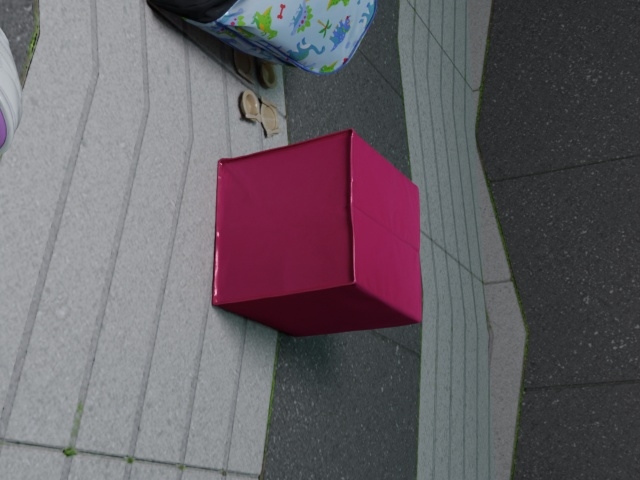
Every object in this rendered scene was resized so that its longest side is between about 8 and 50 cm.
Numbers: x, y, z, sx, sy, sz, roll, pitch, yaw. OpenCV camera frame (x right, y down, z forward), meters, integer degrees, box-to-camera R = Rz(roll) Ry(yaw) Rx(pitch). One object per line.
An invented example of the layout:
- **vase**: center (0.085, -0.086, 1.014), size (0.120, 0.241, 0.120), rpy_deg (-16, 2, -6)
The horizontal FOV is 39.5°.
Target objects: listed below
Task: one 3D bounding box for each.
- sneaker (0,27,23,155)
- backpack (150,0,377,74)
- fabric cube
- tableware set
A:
- **sneaker**: center (-0.405, -0.230, 0.909), size (0.152, 0.114, 0.305), rpy_deg (-95, 163, -67)
- **backpack**: center (-0.069, -0.419, 1.459), size (0.290, 0.273, 0.355), rpy_deg (-63, 162, -2)
- **fabric cube**: center (0.000, 0.000, 1.461), size (0.258, 0.254, 0.259), rpy_deg (31, 55, -56)
- **tableware set**: center (-0.110, -0.270, 1.592), size (0.141, 0.020, 0.169), rpy_deg (7, 76, -63)
